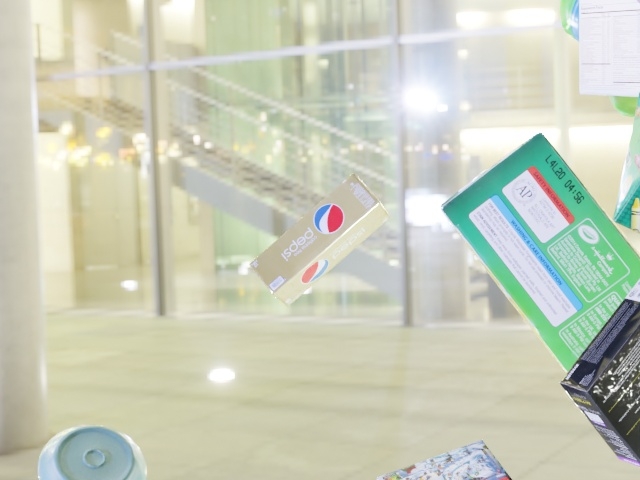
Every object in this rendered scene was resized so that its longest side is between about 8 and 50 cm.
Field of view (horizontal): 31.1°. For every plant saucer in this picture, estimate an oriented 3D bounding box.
[{"bbox_3d":[-0.249,0.245,1.265,0.119,0.021,0.119,10,42,-9],"label":"plant saucer"}]

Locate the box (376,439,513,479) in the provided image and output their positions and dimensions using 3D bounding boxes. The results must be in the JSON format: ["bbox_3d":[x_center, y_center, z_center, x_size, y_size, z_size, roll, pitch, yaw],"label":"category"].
[{"bbox_3d":[0.144,0.284,1.305,0.137,0.027,0.094,-17,30,-12],"label":"box"}]

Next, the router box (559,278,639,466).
[{"bbox_3d":[0.344,0.127,1.193,0.179,0.133,0.046,-48,27,-15],"label":"router box"}]

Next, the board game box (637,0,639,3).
[{"bbox_3d":[0.261,-0.267,1.067,0.033,0.133,0.168,-33,-1,9],"label":"board game box"}]

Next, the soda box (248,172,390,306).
[{"bbox_3d":[0.000,0.000,1.485,0.181,0.058,0.061,-40,-26,1],"label":"soda box"}]

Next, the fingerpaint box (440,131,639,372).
[{"bbox_3d":[0.356,0.082,1.519,0.163,0.445,0.371,-38,-3,6],"label":"fingerpaint box"}]

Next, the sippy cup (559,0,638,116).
[{"bbox_3d":[0.520,-0.328,1.757,0.240,0.224,0.305,-34,-33,13],"label":"sippy cup"}]

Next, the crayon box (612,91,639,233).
[{"bbox_3d":[0.430,-0.093,1.271,0.165,0.081,0.278,24,42,2],"label":"crayon box"}]

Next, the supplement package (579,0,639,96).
[{"bbox_3d":[0.457,-0.293,1.492,0.194,0.203,0.149,-7,11,-23],"label":"supplement package"}]
